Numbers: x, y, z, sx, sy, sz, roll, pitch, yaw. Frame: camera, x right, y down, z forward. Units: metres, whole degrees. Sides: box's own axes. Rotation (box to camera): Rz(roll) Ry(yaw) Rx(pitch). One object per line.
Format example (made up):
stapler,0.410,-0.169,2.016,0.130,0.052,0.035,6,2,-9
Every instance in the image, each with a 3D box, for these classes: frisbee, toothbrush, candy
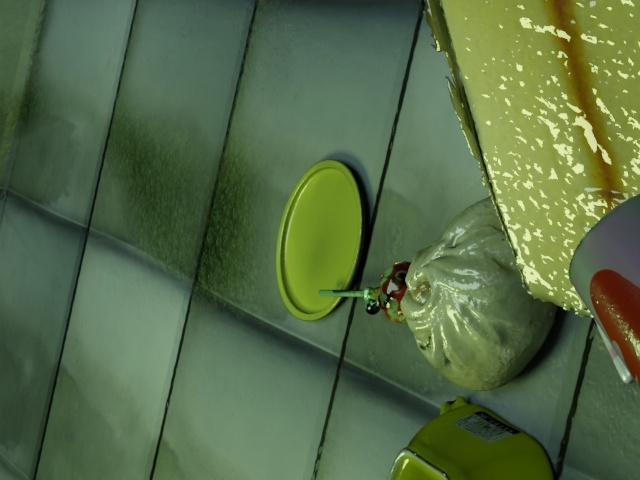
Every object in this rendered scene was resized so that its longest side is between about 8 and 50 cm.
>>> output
frisbee,0.000,0.000,2.329,0.236,0.017,0.236,-25,60,54
toothbrush,0.291,0.041,1.810,0.020,0.025,0.286,-54,39,37
candy,0.063,0.068,2.142,0.288,0.084,0.078,-4,83,62

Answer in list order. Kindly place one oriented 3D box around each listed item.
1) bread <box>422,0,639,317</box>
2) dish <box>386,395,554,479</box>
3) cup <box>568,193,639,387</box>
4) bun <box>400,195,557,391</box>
bread,0.268,-0.091,1.629,0.346,0.242,0.405,-5,70,42
dish,0.150,0.301,1.891,0.262,0.108,0.221,45,119,55
cup,0.355,0.098,1.457,0.288,0.203,0.203,56,129,35
bun,0.173,0.059,1.903,0.231,0.133,0.231,-26,60,57
